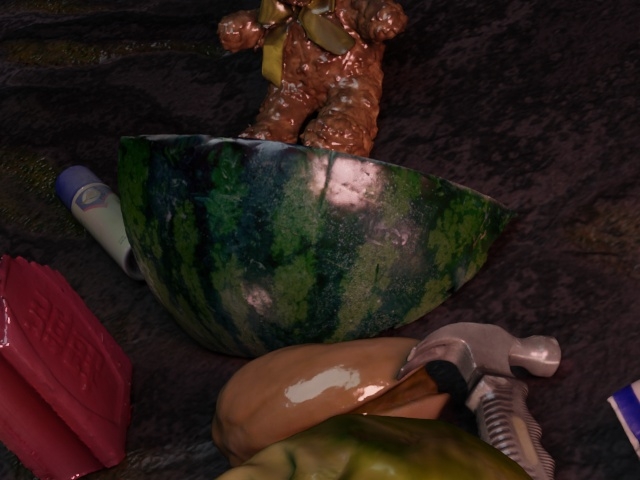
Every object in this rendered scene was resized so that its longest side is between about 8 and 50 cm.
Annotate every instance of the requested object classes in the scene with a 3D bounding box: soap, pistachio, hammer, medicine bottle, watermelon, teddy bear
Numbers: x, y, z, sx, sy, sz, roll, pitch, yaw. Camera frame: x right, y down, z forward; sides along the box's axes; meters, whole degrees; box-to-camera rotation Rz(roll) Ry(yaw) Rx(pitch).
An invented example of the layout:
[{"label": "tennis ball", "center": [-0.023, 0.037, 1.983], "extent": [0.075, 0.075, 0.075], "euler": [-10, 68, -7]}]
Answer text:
[{"label": "soap", "center": [-0.291, 0.120, 1.334], "extent": [0.099, 0.250, 0.162], "euler": [-20, 41, 16]}, {"label": "pistachio", "center": [0.007, 0.150, 1.213], "extent": [0.226, 0.135, 0.135], "euler": [-17, 39, 8]}, {"label": "hammer", "center": [0.158, 0.159, 1.111], "extent": [0.159, 0.041, 0.226], "euler": [6, 43, -24]}, {"label": "medicine bottle", "center": [-0.257, -0.025, 1.627], "extent": [0.059, 0.059, 0.231], "euler": [-39, 39, -10]}, {"label": "watermelon", "center": [-0.021, 0.023, 1.359], "extent": [0.292, 0.319, 0.222], "euler": [12, 89, 49]}, {"label": "teddy bear", "center": [-0.015, -0.241, 1.577], "extent": [0.246, 0.222, 0.296], "euler": [-1, 47, 29]}]

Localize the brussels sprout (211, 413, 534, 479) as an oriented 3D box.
[{"label": "brussels sprout", "center": [0.018, 0.275, 0.914], "extent": [0.355, 0.281, 0.289], "euler": [-10, 48, -26]}]

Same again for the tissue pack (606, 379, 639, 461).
[{"label": "tissue pack", "center": [0.374, 0.149, 0.963], "extent": [0.270, 0.137, 0.209], "euler": [-29, 38, 7]}]
